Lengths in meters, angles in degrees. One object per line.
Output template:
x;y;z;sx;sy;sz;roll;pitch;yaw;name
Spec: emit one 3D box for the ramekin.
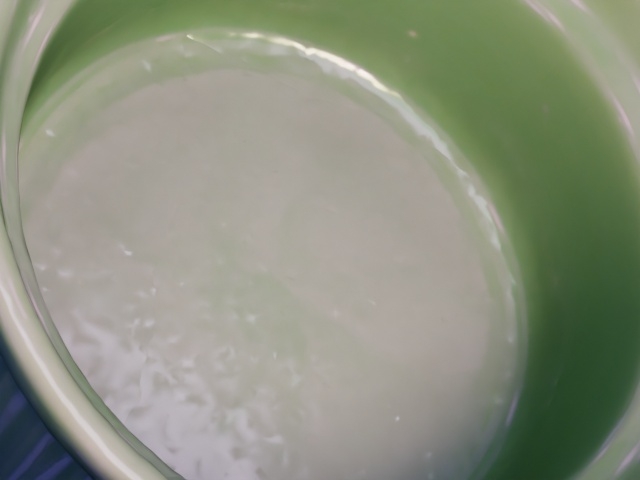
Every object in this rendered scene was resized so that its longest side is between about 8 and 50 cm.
0.000;0.000;0.698;0.303;0.148;0.303;9;66;-20;ramekin
